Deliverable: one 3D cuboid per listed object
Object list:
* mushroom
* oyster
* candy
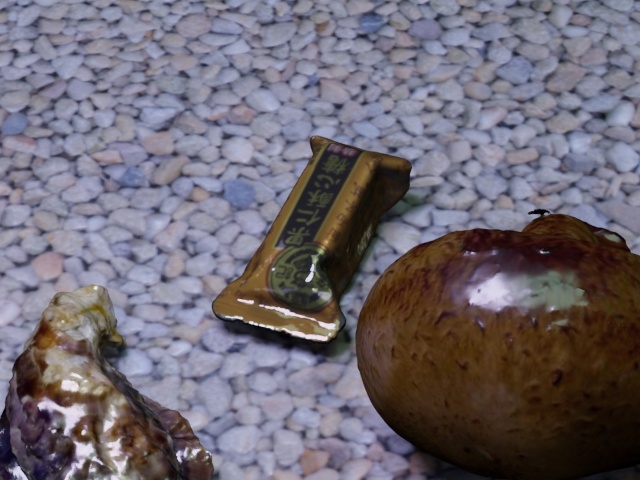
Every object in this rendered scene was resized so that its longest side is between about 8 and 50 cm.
[{"bbox_3d":[0.229,0.076,1.838,0.331,0.334,0.356,19,62,30],"label":"mushroom"},{"bbox_3d":[-0.222,0.186,1.866,0.271,0.100,0.275,39,50,13],"label":"oyster"},{"bbox_3d":[0.000,0.000,2.056,0.143,0.101,0.271,15,52,21],"label":"candy"}]
